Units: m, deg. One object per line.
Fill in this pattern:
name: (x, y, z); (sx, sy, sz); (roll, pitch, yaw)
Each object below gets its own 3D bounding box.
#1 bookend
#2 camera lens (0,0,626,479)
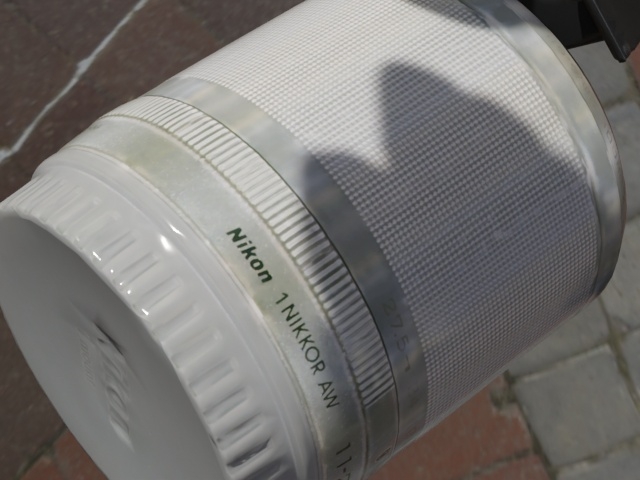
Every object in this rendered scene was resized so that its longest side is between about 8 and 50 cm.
bookend: (0.173, -0.187, 1.060); (0.156, 0.157, 0.072); (-9, 123, 46)
camera lens: (0.000, 0.000, 0.745); (0.274, 0.219, 0.219); (-34, 103, -27)
